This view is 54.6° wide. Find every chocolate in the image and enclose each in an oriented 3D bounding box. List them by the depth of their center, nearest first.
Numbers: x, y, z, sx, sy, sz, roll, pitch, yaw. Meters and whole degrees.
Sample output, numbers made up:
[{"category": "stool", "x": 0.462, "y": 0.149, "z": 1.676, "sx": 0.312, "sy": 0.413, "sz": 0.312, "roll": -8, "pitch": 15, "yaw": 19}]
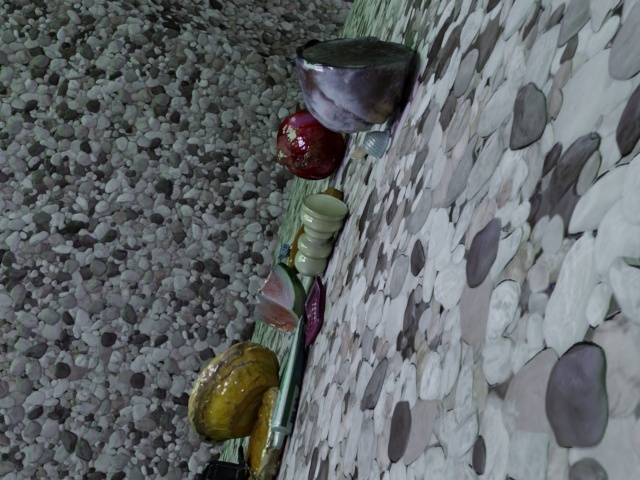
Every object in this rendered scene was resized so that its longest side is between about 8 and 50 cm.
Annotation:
[{"category": "chocolate", "x": 0.086, "y": -0.387, "z": 1.592, "sx": 0.303, "sy": 0.303, "sz": 0.212, "roll": -88, "pitch": -2, "yaw": -60}]

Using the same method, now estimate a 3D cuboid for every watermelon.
[{"category": "watermelon", "x": -0.141, "y": 0.207, "z": 2.091, "sx": 0.305, "sy": 0.180, "sz": 0.223, "roll": 112, "pitch": 150, "yaw": -62}]

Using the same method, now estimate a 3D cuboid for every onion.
[{"category": "onion", "x": -0.045, "y": -0.353, "z": 2.309, "sx": 0.276, "sy": 0.276, "sz": 0.276, "roll": -164, "pitch": 90, "yaw": -82}]

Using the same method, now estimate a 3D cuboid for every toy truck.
[{"category": "toy truck", "x": -0.089, "y": 0.045, "z": 2.340, "sx": 0.178, "sy": 0.115, "sz": 0.080, "roll": 139, "pitch": 147, "yaw": -72}]

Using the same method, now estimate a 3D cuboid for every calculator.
[{"category": "calculator", "x": -0.017, "y": 0.210, "z": 1.839, "sx": 0.190, "sy": 0.034, "sz": 0.126, "roll": -91, "pitch": 20, "yaw": -48}]

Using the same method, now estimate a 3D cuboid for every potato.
[{"category": "potato", "x": 0.128, "y": -0.265, "z": 1.820, "sx": 0.037, "sy": 0.036, "sz": 0.093, "roll": -32, "pitch": -3, "yaw": -43}]

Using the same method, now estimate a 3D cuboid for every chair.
[{"category": "chair", "x": -0.275, "y": 0.687, "z": 1.770, "sx": 0.221, "sy": 0.145, "sz": 0.140, "roll": -136, "pitch": 59, "yaw": -72}]

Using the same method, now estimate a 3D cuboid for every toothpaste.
[{"category": "toothpaste", "x": -0.083, "y": 0.409, "z": 1.794, "sx": 0.098, "sy": 0.061, "sz": 0.392, "roll": 82, "pitch": -162, "yaw": -56}]

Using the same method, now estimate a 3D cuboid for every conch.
[{"category": "conch", "x": 0.143, "y": -0.255, "z": 1.616, "sx": 0.076, "sy": 0.057, "sz": 0.085, "roll": -103, "pitch": 27, "yaw": -47}]

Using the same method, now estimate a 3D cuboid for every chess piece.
[{"category": "chess piece", "x": -0.011, "y": -0.003, "z": 1.917, "sx": 0.144, "sy": 0.145, "sz": 0.251, "roll": -88, "pitch": 10, "yaw": -60}]

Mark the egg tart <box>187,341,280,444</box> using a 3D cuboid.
[{"category": "egg tart", "x": -0.260, "y": 0.521, "z": 2.064, "sx": 0.169, "sy": 0.388, "sz": 0.387, "roll": 27, "pitch": 104, "yaw": 36}]

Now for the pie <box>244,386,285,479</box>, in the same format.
[{"category": "pie", "x": -0.166, "y": 0.614, "z": 1.885, "sx": 0.339, "sy": 0.083, "sz": 0.339, "roll": -165, "pitch": 90, "yaw": -80}]

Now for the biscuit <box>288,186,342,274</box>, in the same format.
[{"category": "biscuit", "x": -0.013, "y": -0.052, "z": 2.129, "sx": 0.343, "sy": 0.057, "sz": 0.287, "roll": -55, "pitch": 17, "yaw": 38}]
